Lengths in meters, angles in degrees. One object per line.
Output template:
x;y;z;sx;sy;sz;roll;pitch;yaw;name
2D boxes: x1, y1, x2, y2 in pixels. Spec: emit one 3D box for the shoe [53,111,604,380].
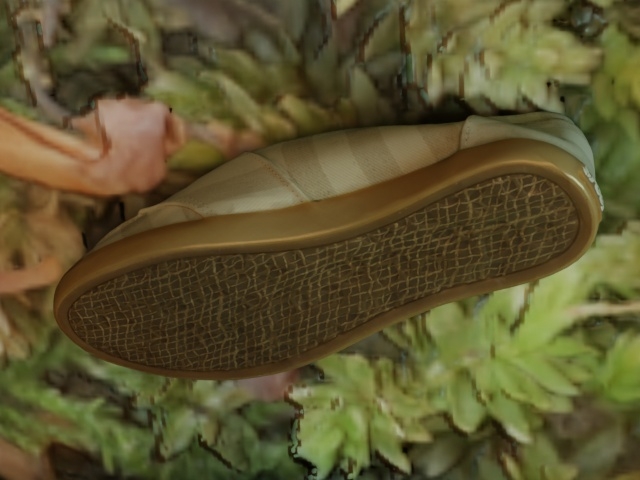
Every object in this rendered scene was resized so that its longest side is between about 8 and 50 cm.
0.000;0.000;0.530;0.219;0.058;0.076;-14;127;20;shoe
